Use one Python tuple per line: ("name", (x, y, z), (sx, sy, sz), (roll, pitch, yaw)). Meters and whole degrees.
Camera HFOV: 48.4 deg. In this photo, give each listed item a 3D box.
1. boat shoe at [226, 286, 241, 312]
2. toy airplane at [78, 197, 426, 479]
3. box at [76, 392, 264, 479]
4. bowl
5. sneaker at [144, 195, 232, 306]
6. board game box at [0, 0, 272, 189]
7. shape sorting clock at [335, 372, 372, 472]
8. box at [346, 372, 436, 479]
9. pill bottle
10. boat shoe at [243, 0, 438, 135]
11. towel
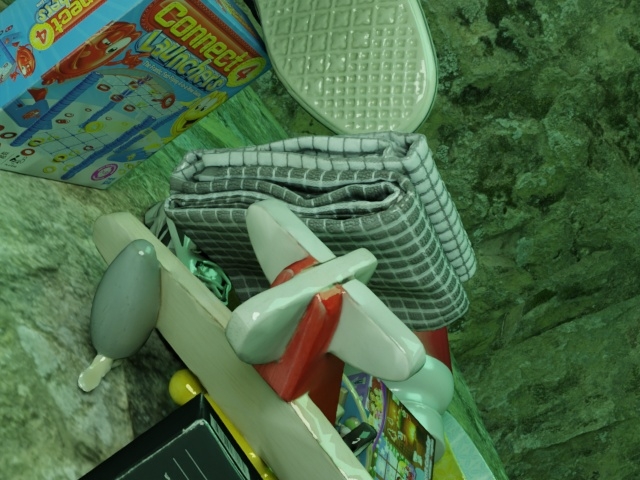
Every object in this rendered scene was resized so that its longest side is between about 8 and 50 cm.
("boat shoe", (-0.089, 0.117, 1.150), (0.277, 0.098, 0.096), (65, 9, 0))
("toy airplane", (-0.068, 0.157, 0.643), (0.386, 0.272, 0.384), (10, -51, 58))
("box", (-0.080, 0.264, 0.466), (0.261, 0.184, 0.103), (56, -10, -4))
("bowl", (0.241, 0.486, 1.349), (0.289, 0.156, 0.289), (53, 11, -15))
("sneaker", (-0.161, 0.018, 0.980), (0.122, 0.146, 0.331), (49, 14, -40))
("board game box", (-0.236, -0.191, 0.824), (0.086, 0.302, 0.308), (59, 11, 9))
("shape sorting clock", (-0.018, 0.230, 0.897), (0.040, 0.206, 0.206), (-9, 63, -47))
("box", (0.082, 0.360, 0.994), (0.201, 0.057, 0.293), (49, 36, -31))
("pill bottle", (0.126, 0.204, 1.331), (0.229, 0.229, 0.408), (48, 31, -40))
("boat shoe", (-0.001, -0.298, 0.889), (0.156, 0.187, 0.500), (30, 23, -56))
("towel", (0.000, 0.000, 0.745), (0.235, 0.283, 0.121), (51, 47, -50))
